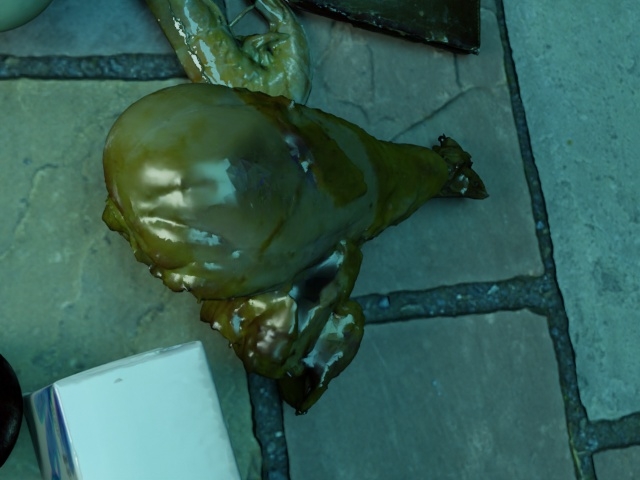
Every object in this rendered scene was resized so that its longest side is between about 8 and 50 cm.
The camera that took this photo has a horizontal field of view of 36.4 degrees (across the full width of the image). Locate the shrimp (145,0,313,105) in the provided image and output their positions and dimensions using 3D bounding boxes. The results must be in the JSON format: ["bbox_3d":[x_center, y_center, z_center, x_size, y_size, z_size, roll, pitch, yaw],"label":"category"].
[{"bbox_3d":[-0.099,-0.219,0.926,0.143,0.052,0.251,-43,102,-36],"label":"shrimp"}]

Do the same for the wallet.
[{"bbox_3d":[0.064,-0.266,1.006,0.232,0.031,0.122,11,69,-22],"label":"wallet"}]

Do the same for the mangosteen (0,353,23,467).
[{"bbox_3d":[-0.286,0.127,0.723,0.140,0.140,0.140,5,77,-21],"label":"mangosteen"}]

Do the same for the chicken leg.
[{"bbox_3d":[0.000,0.000,0.877,0.409,0.182,0.295,-11,93,-40],"label":"chicken leg"}]

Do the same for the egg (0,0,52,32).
[{"bbox_3d":[-0.317,-0.339,0.757,0.229,0.230,0.371,-26,93,-25],"label":"egg"}]

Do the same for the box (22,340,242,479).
[{"bbox_3d":[-0.128,0.227,0.730,0.116,0.203,0.274,-14,85,-24],"label":"box"}]
